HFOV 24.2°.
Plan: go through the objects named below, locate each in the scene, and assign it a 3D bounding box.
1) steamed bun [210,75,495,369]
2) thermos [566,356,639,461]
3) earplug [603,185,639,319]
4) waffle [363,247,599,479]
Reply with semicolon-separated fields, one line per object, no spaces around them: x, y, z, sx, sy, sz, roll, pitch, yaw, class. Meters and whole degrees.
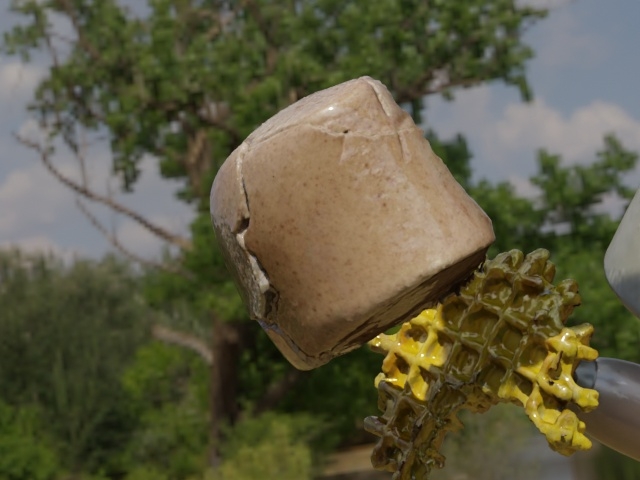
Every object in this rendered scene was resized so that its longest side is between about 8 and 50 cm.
0.000;0.000;1.436;0.199;0.251;0.301;-36;-3;-28;steamed bun
0.329;0.184;1.691;0.193;0.105;0.137;22;-6;-9;thermos
0.539;-0.075;1.717;0.312;0.394;0.313;16;25;-8;earplug
0.160;0.132;1.593;0.293;0.260;0.069;-26;-36;34;waffle
